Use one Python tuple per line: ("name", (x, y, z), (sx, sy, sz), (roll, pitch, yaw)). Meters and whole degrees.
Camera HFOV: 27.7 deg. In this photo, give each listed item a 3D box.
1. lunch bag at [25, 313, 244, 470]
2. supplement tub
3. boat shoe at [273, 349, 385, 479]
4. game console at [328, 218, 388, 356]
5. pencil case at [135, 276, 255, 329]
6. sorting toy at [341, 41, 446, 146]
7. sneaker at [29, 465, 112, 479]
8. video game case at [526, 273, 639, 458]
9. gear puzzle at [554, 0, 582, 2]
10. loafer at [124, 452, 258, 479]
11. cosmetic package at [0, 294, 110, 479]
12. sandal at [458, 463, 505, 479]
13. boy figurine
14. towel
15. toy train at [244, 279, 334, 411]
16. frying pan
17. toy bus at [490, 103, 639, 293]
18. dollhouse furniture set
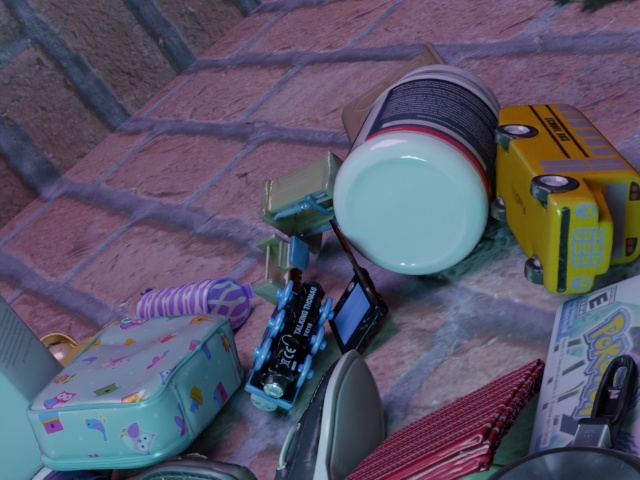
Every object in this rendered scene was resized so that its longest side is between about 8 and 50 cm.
("lunch bag", (-0.236, 0.192, 1.675), (0.224, 0.108, 0.279), (-10, 17, 23))
("supplement tub", (0.134, -0.097, 1.655), (0.191, 0.191, 0.272), (-27, 19, 28))
("boat shoe", (-0.002, 0.228, 1.318), (0.091, 0.114, 0.302), (-22, 25, 23))
("game console", (0.025, 0.062, 1.611), (0.124, 0.085, 0.144), (-58, 17, 12))
("pencil case", (-0.192, 0.104, 1.942), (0.088, 0.086, 0.206), (-19, 6, -40))
("sorting toy", (0.127, -0.242, 2.216), (0.208, 0.038, 0.193), (-39, 20, 10))
("sneaker", (-0.361, 0.390, 1.584), (0.124, 0.107, 0.283), (6, 51, 48))
("video game case", (0.320, 0.119, 1.129), (0.300, 0.036, 0.329), (-24, 24, 32))
("gear puzzle", (0.476, -0.422, 2.018), (0.339, 0.044, 0.175), (-11, 35, 55))
("loafer", (-0.163, 0.283, 1.501), (0.267, 0.096, 0.084), (-21, 20, 42))
("cosmetic package", (-0.471, 0.212, 1.733), (0.217, 0.385, 0.156), (-30, 24, 12))
("sandal", (0.116, 0.291, 0.996), (0.120, 0.086, 0.303), (-29, 35, 22))
("boy figurine", (-0.356, 0.188, 2.015), (0.177, 0.092, 0.285), (-52, 27, -20))
("towel", (0.105, 0.193, 1.203), (0.199, 0.031, 0.275), (-30, -2, 22))
("toy train", (-0.040, 0.132, 1.609), (0.105, 0.080, 0.184), (117, 175, -47))
("frying pan", (0.228, 0.185, 1.003), (0.197, 0.053, 0.326), (13, 40, 43))
("toy bus", (0.267, -0.054, 1.432), (0.130, 0.108, 0.332), (-2, 22, -4))
("dollhouse furniture set", (0.000, 0.000, 1.825), (0.129, 0.129, 0.183), (-22, 50, 35))
